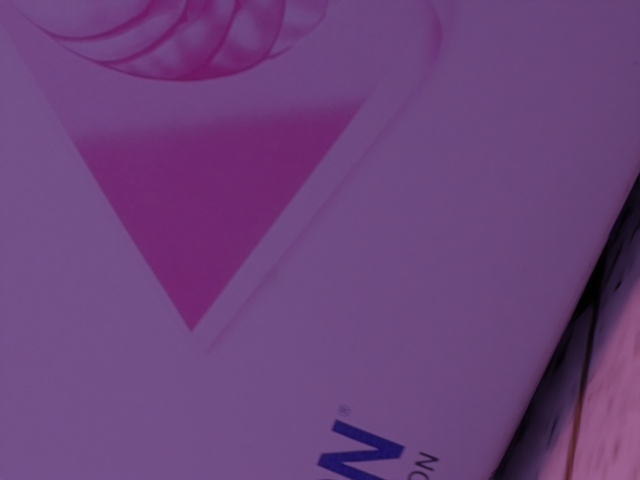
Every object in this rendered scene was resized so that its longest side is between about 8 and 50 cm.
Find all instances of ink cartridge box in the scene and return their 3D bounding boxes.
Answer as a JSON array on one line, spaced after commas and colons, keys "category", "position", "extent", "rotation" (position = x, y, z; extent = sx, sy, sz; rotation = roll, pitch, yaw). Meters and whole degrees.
[{"category": "ink cartridge box", "position": [-0.077, -0.049, 0.388], "extent": [0.071, 0.330, 0.324], "rotation": [-59, -10, -64]}]
